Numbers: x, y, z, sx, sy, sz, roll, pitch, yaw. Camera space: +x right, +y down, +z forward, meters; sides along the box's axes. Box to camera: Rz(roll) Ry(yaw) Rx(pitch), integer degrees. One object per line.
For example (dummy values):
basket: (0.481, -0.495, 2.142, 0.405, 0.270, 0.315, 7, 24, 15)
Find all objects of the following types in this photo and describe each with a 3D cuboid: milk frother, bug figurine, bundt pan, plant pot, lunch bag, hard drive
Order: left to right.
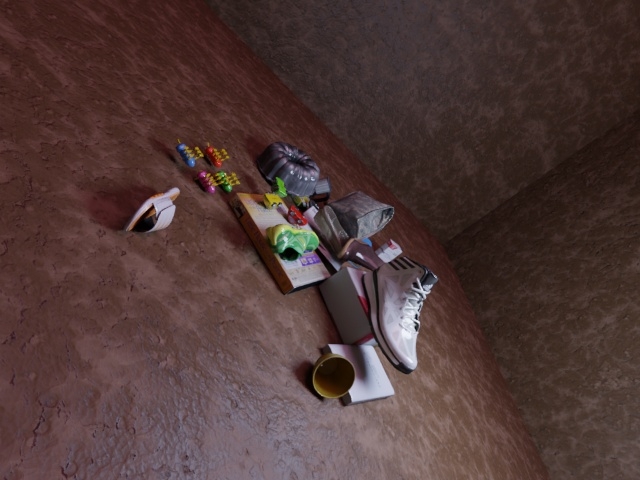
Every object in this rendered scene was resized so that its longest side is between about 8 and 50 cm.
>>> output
bug figurine: (-0.415, -0.271, 1.526, 0.216, 0.072, 0.279, 58, 18, 1)
bundt pan: (-0.141, -0.365, 2.026, 0.330, 0.124, 0.331, 27, 31, -17)
milk frother: (-0.010, -0.285, 2.229, 0.143, 0.134, 0.129, -91, 168, -52)
plant pot: (0.032, 0.407, 1.295, 0.134, 0.134, 0.095, 45, -3, -15)
hard drive: (0.142, 0.473, 1.489, 0.307, 0.040, 0.203, 20, 38, -52)
lunch bag: (0.208, -0.137, 2.143, 0.287, 0.169, 0.235, -27, 41, -32)

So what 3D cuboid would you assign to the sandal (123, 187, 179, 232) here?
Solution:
sandal: (-0.439, -0.081, 1.152, 0.076, 0.102, 0.265, 44, 21, -10)

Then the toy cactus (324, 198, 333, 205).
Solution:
toy cactus: (0.103, -0.171, 2.341, 0.180, 0.112, 0.219, 33, 35, 12)

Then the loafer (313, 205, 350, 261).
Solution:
loafer: (0.054, -0.025, 1.852, 0.102, 0.092, 0.269, -35, 103, -56)

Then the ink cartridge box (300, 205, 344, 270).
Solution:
ink cartridge box: (0.000, 0.000, 1.907, 0.296, 0.066, 0.261, 50, 26, -2)

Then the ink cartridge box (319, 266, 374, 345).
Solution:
ink cartridge box: (0.204, 0.288, 1.730, 0.384, 0.160, 0.279, 18, 40, -52)

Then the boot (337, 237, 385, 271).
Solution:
boot: (0.190, 0.081, 1.765, 0.207, 0.090, 0.248, 41, 25, 9)

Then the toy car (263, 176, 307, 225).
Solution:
toy car: (-0.164, -0.170, 1.707, 0.239, 0.053, 0.225, 32, 29, -40)

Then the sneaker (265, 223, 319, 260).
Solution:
sneaker: (-0.103, 0.017, 1.516, 0.295, 0.109, 0.124, 11, 71, -61)

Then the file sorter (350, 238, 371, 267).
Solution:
file sorter: (0.192, 0.043, 2.154, 0.118, 0.104, 0.170, 42, 24, -19)

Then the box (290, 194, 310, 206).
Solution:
box: (-0.112, -0.230, 2.077, 0.179, 0.043, 0.105, 55, 22, 16)

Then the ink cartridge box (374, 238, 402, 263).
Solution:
ink cartridge box: (0.400, 0.069, 2.469, 0.099, 0.135, 0.056, 36, 24, -33)

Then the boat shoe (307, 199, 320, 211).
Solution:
boat shoe: (0.018, -0.111, 2.062, 0.233, 0.079, 0.084, 54, 26, -12)

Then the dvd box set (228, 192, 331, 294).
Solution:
dvd box set: (-0.151, 0.001, 1.625, 0.421, 0.062, 0.307, 57, 23, 12)

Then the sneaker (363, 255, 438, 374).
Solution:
sneaker: (0.312, 0.230, 1.488, 0.169, 0.257, 0.448, 34, 31, -36)
